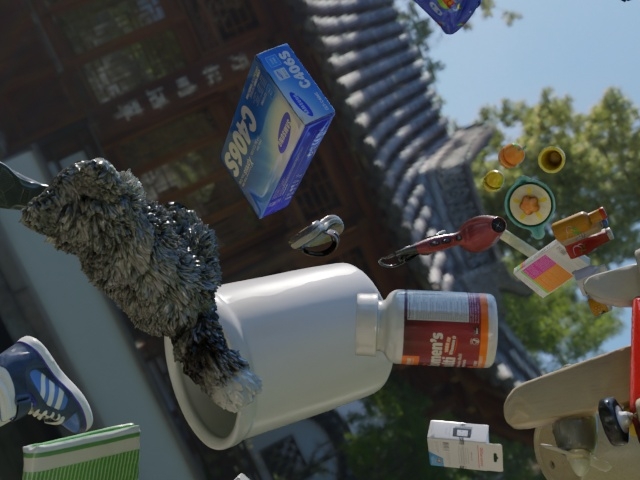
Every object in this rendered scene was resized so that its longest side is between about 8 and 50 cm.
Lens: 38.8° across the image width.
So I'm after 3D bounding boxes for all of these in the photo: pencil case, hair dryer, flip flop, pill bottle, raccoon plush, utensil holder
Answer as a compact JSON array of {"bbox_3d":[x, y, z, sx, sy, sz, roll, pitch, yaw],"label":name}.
[{"bbox_3d":[0.229,-0.592,1.991,0.306,0.133,0.119,39,39,-21],"label":"pencil case"},{"bbox_3d":[0.296,0.011,2.033,0.293,0.223,0.080,-25,-92,37],"label":"hair dryer"},{"bbox_3d":[0.000,0.000,2.179,0.080,0.112,0.277,52,11,5],"label":"flip flop"},{"bbox_3d":[0.168,0.140,1.463,0.121,0.221,0.121,2,90,-87],"label":"pill bottle"},{"bbox_3d":[-0.256,0.047,1.420,0.446,0.216,0.299,40,-3,22],"label":"raccoon plush"},{"bbox_3d":[-0.086,0.229,1.916,0.327,0.385,0.328,20,-65,52],"label":"utensil holder"}]

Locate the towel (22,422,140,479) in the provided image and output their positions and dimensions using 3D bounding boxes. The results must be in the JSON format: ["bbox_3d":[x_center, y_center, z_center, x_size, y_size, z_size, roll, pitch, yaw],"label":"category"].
[{"bbox_3d":[-0.461,0.531,1.757,0.038,0.247,0.325,12,-78,48],"label":"towel"}]

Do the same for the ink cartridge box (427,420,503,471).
[{"bbox_3d":[0.357,0.503,2.220,0.060,0.180,0.104,-68,155,-50],"label":"ink cartridge box"}]

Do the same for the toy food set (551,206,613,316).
[{"bbox_3d":[0.552,0.032,1.815,0.232,0.104,0.111,59,20,-19],"label":"toy food set"}]

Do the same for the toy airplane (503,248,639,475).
[{"bbox_3d":[0.492,0.194,1.246,0.272,0.384,0.386,56,-16,-25],"label":"toy airplane"}]

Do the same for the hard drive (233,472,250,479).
[{"bbox_3d":[-0.169,0.562,1.485,0.203,0.307,0.040,45,4,7],"label":"hard drive"}]

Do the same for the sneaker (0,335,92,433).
[{"bbox_3d":[-0.752,0.432,2.337,0.130,0.236,0.323,-10,-63,37],"label":"sneaker"}]

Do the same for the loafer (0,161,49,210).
[{"bbox_3d":[-0.695,-0.116,2.031,0.267,0.096,0.084,25,-3,-37],"label":"loafer"}]

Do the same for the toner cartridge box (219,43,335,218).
[{"bbox_3d":[-0.091,-0.197,1.731,0.165,0.075,0.348,55,-29,14],"label":"toner cartridge box"}]

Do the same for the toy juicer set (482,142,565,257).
[{"bbox_3d":[0.526,-0.104,2.435,0.089,0.209,0.329,-25,126,-63],"label":"toy juicer set"}]

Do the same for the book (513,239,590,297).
[{"bbox_3d":[0.520,0.061,2.050,0.096,0.035,0.144,34,-46,-15],"label":"book"}]

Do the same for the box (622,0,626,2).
[{"bbox_3d":[0.509,-0.484,1.414,0.295,0.293,0.073,-1,-104,55],"label":"box"}]

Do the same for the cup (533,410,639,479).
[{"bbox_3d":[0.616,0.445,2.003,0.331,0.236,0.331,19,-68,62],"label":"cup"}]
